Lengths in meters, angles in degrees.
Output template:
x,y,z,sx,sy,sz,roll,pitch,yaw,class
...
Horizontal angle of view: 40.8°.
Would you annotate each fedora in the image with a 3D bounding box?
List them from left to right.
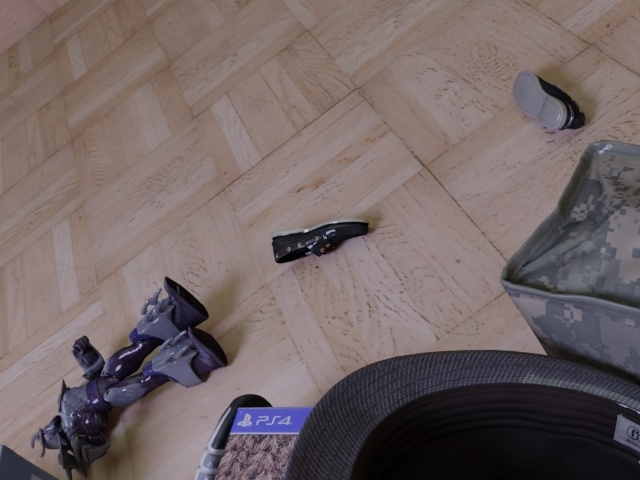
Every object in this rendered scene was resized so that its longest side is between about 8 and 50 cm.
x,y,z,sx,sy,sz,roll,pitch,yaw,class
0.120,0.190,0.536,0.276,0.124,0.243,0,38,9,fedora

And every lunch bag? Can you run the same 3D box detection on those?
x,y,z,sx,sy,sz,roll,pitch,yaw,class
0.308,0.071,0.589,0.287,0.235,0.169,17,62,48,lunch bag

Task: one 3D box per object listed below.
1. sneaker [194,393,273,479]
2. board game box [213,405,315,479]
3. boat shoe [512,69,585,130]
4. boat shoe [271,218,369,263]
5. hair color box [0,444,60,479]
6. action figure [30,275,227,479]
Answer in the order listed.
x,y,z,sx,sy,sz,roll,pitch,yaw,class
-0.121,0.259,0.858,0.132,0.086,0.228,1,74,51,sneaker
0.015,0.294,0.695,0.232,0.141,0.291,-9,48,34,board game box
0.268,-0.165,1.017,0.125,0.038,0.046,-120,39,-57,boat shoe
0.001,0.000,1.078,0.133,0.049,0.042,-12,73,22,boat shoe
-0.431,0.380,0.949,0.375,0.185,0.113,-28,39,15,hair color box
-0.259,0.178,1.078,0.285,0.099,0.185,-38,47,10,action figure
